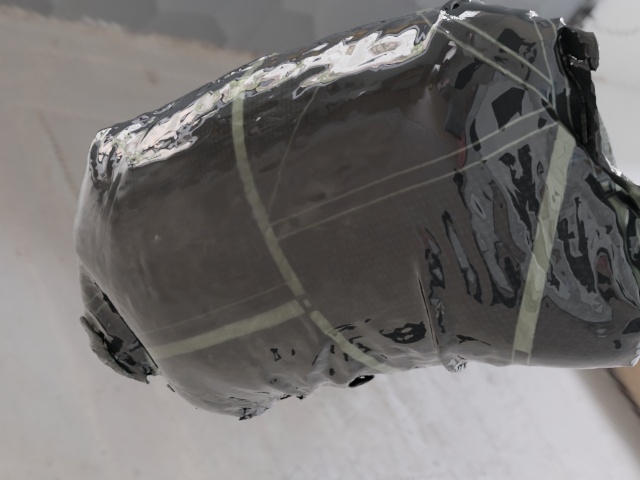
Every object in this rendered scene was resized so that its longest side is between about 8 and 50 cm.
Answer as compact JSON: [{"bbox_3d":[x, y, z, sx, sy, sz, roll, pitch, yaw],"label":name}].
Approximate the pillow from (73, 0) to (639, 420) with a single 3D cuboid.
[{"bbox_3d":[0.000,0.000,0.606,0.093,0.335,0.161,-33,103,-43],"label":"pillow"}]
